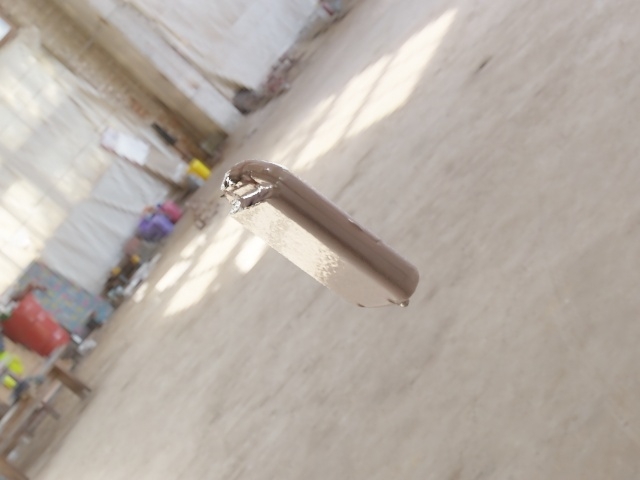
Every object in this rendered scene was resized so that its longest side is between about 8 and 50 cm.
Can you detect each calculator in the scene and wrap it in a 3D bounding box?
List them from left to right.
[{"bbox_3d":[0.000,0.000,0.826,0.032,0.175,0.100,-59,17,-19],"label":"calculator"}]
